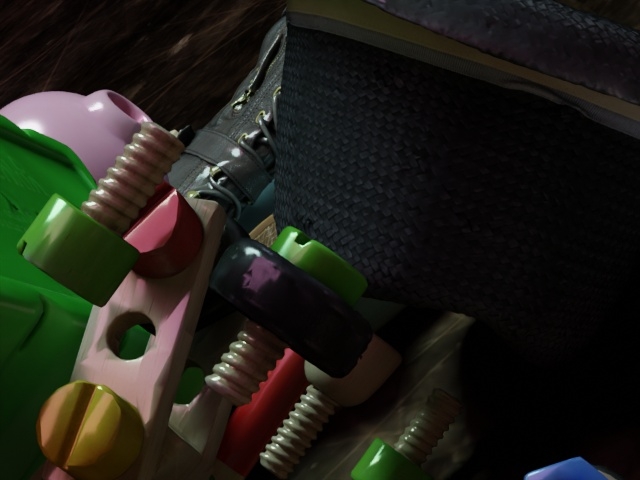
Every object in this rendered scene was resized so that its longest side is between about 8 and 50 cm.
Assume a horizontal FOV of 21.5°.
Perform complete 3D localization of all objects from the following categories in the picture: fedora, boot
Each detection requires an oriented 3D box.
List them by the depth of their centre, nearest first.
[{"bbox_3d":[0.069,-0.035,0.803,0.153,0.334,0.334,-70,21,5],"label":"fedora"},{"bbox_3d":[-0.023,-0.070,1.120,0.229,0.091,0.263,-50,18,-13],"label":"boot"}]

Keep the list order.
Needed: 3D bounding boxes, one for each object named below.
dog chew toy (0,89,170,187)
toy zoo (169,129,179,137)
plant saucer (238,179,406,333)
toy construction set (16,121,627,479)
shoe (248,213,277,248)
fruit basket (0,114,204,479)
[{"bbox_3d":[-0.217,0.046,1.069,0.332,0.206,0.206,-51,18,13],"label":"dog chew toy"},{"bbox_3d":[-0.258,0.012,1.521,0.293,0.030,0.192,-21,27,40],"label":"toy zoo"},{"bbox_3d":[0.000,0.000,1.088,0.317,0.044,0.317,-34,22,16],"label":"plant saucer"},{"bbox_3d":[-0.038,0.133,0.679,0.237,0.257,0.309,-55,1,-5],"label":"toy construction set"},{"bbox_3d":[-0.066,0.059,0.955,0.219,0.058,0.077,-32,52,30],"label":"shoe"},{"bbox_3d":[-0.247,0.118,0.776,0.392,0.283,0.392,-36,-19,-14],"label":"fruit basket"}]
